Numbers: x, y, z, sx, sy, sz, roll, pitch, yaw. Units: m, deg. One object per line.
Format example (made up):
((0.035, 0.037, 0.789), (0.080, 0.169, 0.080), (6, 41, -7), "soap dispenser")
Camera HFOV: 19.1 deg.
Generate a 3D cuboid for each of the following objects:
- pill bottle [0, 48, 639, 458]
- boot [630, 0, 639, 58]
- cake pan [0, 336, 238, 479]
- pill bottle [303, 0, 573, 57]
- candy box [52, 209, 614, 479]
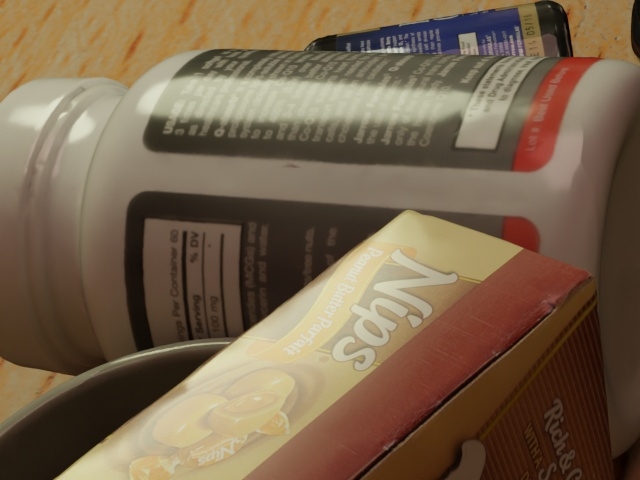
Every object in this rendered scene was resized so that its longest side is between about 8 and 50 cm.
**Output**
((0.000, 0.000, 1.038), (0.363, 0.210, 0.210), (5, 36, 24), "pill bottle")
((0.280, -0.152, 1.334), (0.106, 0.082, 0.219), (12, 29, -2), "boot")
((-0.064, 0.174, 0.876), (0.293, 0.054, 0.293), (-10, 47, 11), "cake pan")
((0.056, -0.079, 1.224), (0.219, 0.122, 0.123), (-8, 32, 5), "pill bottle")
((0.024, 0.172, 0.664), (0.087, 0.316, 0.183), (19, 43, 39), "candy box")
